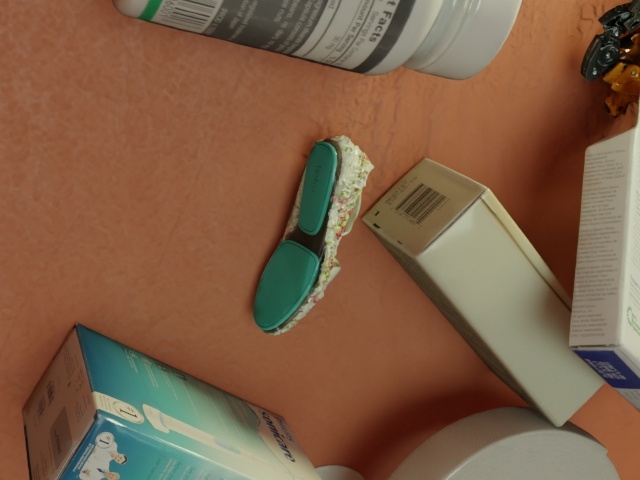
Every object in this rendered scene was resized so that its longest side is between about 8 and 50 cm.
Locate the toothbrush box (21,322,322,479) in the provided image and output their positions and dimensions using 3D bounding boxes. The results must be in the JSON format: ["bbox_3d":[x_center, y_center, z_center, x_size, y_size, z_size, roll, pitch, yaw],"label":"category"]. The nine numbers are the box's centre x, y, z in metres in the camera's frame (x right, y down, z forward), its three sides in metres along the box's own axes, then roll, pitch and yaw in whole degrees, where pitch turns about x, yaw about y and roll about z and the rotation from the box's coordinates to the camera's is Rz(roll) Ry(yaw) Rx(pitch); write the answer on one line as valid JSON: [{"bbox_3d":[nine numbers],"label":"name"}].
[{"bbox_3d":[-0.152,0.236,1.017,0.295,0.216,0.126,29,97,-27],"label":"toothbrush box"}]

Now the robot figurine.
[{"bbox_3d":[0.437,-0.259,1.101,0.211,0.085,0.291,29,118,-29],"label":"robot figurine"}]

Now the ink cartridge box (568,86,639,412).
[{"bbox_3d":[0.393,0.027,1.132,0.324,0.071,0.330,37,56,-46],"label":"ink cartridge box"}]

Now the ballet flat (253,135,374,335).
[{"bbox_3d":[0.000,0.000,1.070,0.077,0.091,0.241,7,110,-45],"label":"ballet flat"}]

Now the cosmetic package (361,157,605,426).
[{"bbox_3d":[0.201,0.061,1.120,0.113,0.160,0.309,-44,118,-2],"label":"cosmetic package"}]

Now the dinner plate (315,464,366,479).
[{"bbox_3d":[0.005,0.356,1.227,0.141,0.017,0.141,-7,110,-20],"label":"dinner plate"}]

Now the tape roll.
[{"bbox_3d":[0.211,0.393,1.179,0.392,0.072,0.392,-10,112,-25],"label":"tape roll"}]

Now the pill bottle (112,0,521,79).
[{"bbox_3d":[-0.002,-0.273,0.905,0.361,0.204,0.204,9,104,-23],"label":"pill bottle"}]
